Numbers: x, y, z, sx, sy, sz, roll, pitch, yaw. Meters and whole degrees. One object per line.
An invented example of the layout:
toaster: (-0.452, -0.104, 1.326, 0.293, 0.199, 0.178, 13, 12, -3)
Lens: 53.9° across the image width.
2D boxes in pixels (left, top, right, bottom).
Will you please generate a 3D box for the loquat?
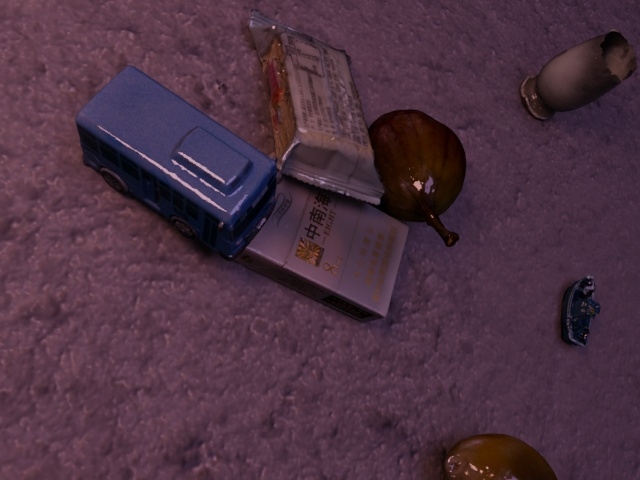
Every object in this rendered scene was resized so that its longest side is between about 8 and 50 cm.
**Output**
loquat: (0.254, 0.355, 0.905, 0.195, 0.152, 0.152, 36, 61, -26)

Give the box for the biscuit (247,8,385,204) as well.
biscuit: (-0.004, -0.198, 0.917, 0.185, 0.079, 0.309, 11, 50, -32)

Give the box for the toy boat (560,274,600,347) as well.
toy boat: (0.474, 0.126, 1.142, 0.060, 0.061, 0.137, 30, 63, -19)

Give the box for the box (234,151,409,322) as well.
box: (0.000, 0.000, 0.902, 0.242, 0.067, 0.155, 26, 63, -20)

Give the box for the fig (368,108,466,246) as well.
fig: (0.150, -0.082, 0.936, 0.170, 0.145, 0.274, 28, 31, -25)

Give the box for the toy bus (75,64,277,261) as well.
toy bus: (-0.168, -0.092, 0.767, 0.233, 0.134, 0.116, 34, 63, 3)

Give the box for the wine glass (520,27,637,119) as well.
wine glass: (0.480, -0.306, 1.186, 0.111, 0.204, 0.111, 6, 77, -26)
